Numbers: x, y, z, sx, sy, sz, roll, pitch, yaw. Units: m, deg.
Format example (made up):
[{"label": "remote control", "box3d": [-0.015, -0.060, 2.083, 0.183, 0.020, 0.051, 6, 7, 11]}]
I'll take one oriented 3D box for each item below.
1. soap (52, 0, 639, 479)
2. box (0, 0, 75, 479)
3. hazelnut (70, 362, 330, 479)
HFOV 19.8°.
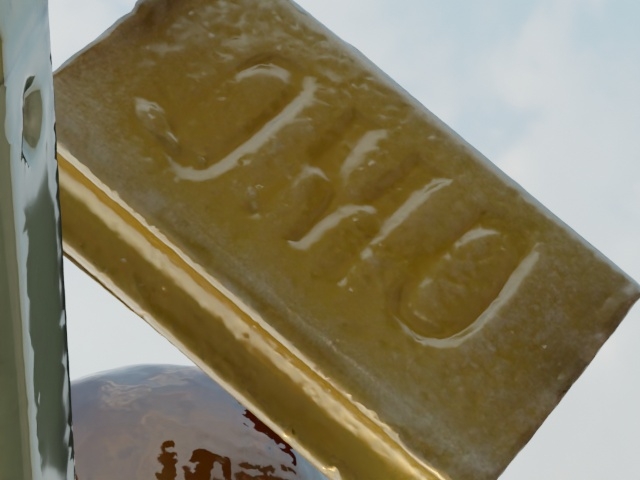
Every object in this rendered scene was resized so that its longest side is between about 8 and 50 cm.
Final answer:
[{"label": "soap", "box3d": [0.000, 0.000, 0.876, 0.173, 0.274, 0.089, -45, -8, -38]}, {"label": "box", "box3d": [-0.185, 0.026, 0.368, 0.270, 0.045, 0.210, 6, -57, 4]}, {"label": "hazelnut", "box3d": [-0.134, 0.267, 1.236, 0.366, 0.366, 0.365, -18, -58, -31]}]
